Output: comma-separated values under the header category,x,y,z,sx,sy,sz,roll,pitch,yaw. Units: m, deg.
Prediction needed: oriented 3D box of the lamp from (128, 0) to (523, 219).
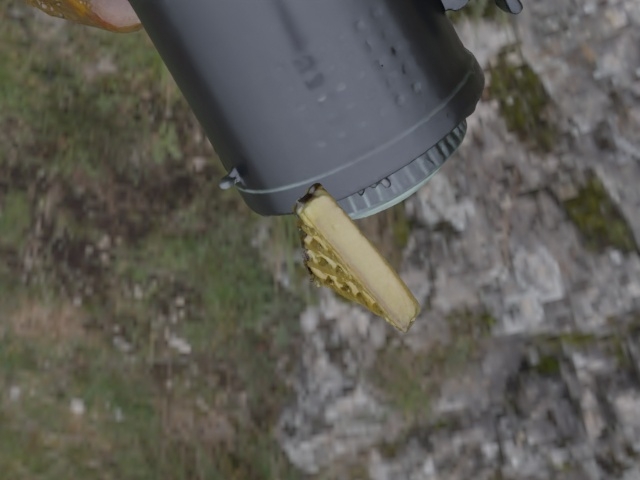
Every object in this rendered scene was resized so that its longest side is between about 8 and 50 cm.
category,x,y,z,sx,sy,sz,roll,pitch,yaw
lamp,-0.020,-0.144,1.378,0.374,0.205,0.272,-13,107,-10

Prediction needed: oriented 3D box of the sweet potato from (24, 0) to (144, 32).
category,x,y,z,sx,sy,sz,roll,pitch,yaw
sweet potato,-0.256,-0.274,1.617,0.109,0.385,0.109,-31,142,-28

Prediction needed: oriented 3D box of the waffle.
category,x,y,z,sx,sy,sz,roll,pitch,yaw
waffle,0.000,0.000,1.061,0.023,0.152,0.097,-43,108,-7
